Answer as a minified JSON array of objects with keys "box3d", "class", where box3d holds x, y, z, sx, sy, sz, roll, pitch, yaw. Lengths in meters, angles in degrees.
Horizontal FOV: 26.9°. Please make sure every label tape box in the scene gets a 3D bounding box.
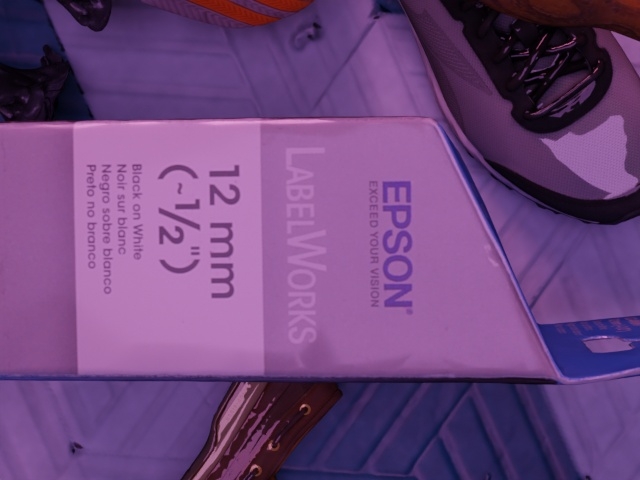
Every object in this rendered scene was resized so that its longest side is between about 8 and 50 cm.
[{"box3d":[0.000,0.000,0.630,0.347,0.249,0.115,-2,91,7],"class":"label tape box"}]

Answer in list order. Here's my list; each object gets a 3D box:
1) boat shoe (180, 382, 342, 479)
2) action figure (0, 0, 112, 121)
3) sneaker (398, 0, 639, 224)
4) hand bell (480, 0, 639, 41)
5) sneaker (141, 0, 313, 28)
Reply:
[{"box3d":[-0.049,0.142,0.742,0.060,0.064,0.178,29,91,3],"class":"boat shoe"},{"box3d":[-0.256,-0.137,0.682,0.275,0.141,0.164,14,104,-27],"class":"action figure"},{"box3d":[0.089,-0.121,0.703,0.100,0.108,0.271,-36,93,3],"class":"sneaker"},{"box3d":[0.162,-0.107,0.650,0.242,0.126,0.126,14,94,-21],"class":"hand bell"},{"box3d":[-0.130,-0.234,0.650,0.124,0.321,0.180,-24,59,39],"class":"sneaker"}]
